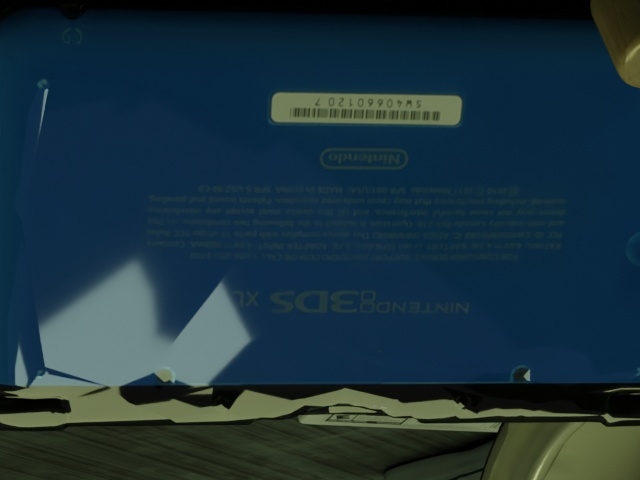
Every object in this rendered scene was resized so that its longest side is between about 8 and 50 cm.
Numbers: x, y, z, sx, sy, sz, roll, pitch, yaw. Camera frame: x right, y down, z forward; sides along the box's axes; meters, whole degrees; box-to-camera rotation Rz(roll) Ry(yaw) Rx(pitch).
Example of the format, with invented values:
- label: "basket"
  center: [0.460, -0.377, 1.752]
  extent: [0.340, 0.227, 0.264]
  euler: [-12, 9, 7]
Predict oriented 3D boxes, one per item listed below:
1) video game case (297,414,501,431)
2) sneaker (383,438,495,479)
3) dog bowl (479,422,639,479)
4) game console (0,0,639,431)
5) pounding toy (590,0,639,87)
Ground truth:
- label: "video game case"
  center: [0.106, 0.084, 1.212]
  extent: [0.201, 0.023, 0.183]
  euler: [4, 160, -16]
- label: "sneaker"
  center: [0.146, 0.190, 1.410]
  extent: [0.094, 0.091, 0.258]
  euler: [12, 156, -36]
- label: "dog bowl"
  center: [0.238, 0.235, 0.972]
  extent: [0.150, 0.408, 0.408]
  euler: [-7, 164, -27]
- label: "game console"
  center: [0.000, 0.000, 0.848]
  extent: [0.293, 0.250, 0.173]
  euler: [0, -156, -9]
- label: "pounding toy"
  center: [0.200, -0.056, 0.673]
  extent: [0.206, 0.094, 0.181]
  euler: [-6, 150, -9]
